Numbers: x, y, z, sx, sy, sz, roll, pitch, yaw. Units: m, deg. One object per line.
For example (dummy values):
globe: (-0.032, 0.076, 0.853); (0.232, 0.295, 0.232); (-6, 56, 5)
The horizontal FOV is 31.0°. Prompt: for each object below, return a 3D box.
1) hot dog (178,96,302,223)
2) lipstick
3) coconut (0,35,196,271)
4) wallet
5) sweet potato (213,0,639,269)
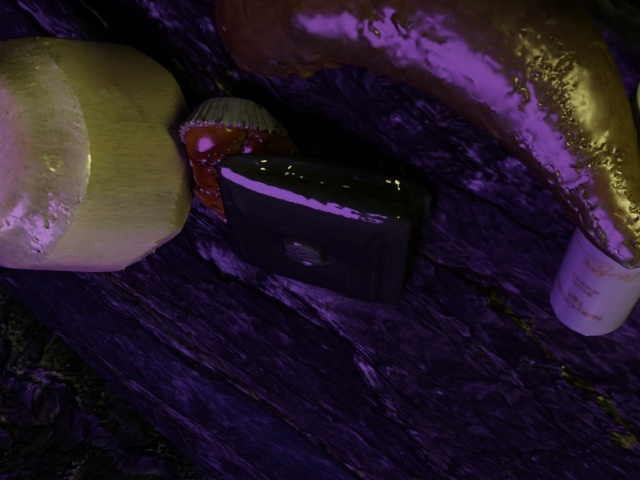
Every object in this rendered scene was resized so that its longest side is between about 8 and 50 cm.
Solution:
hot dog: (-0.062, -0.055, 0.990); (0.099, 0.053, 0.192); (3, 151, 8)
lipstick: (0.183, -0.014, 0.679); (0.059, 0.059, 0.264); (33, 159, 15)
coconut: (-0.210, -0.070, 1.023); (0.224, 0.224, 0.234); (25, -169, 32)
wallet: (0.000, 0.000, 0.975); (0.169, 0.052, 0.245); (12, 160, 4)
sweet potato: (0.046, -0.107, 0.585); (0.310, 0.098, 0.124); (29, 143, 25)
